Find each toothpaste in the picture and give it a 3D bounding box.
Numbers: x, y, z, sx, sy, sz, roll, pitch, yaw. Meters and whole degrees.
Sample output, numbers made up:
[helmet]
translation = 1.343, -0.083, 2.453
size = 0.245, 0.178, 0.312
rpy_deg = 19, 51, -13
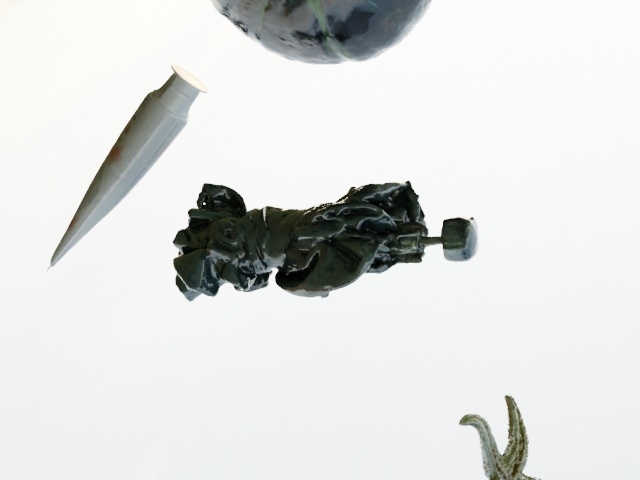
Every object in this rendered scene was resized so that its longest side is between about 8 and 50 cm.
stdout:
[toothpaste]
translation = -0.268, -0.091, 1.861
size = 0.323, 0.066, 0.100
rpy_deg = -52, -173, 13

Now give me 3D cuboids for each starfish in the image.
[starfish]
translation = 0.211, 0.246, 1.487
size = 0.053, 0.208, 0.176
rpy_deg = -17, -131, 29

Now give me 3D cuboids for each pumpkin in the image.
[pumpkin]
translation = -0.005, -0.347, 1.532
size = 0.315, 0.315, 0.238
rpy_deg = -29, -169, 24

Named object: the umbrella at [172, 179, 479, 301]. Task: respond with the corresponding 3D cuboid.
[umbrella]
translation = -0.001, -0.003, 1.503
size = 0.349, 0.094, 0.143
rpy_deg = -1, -107, 24
